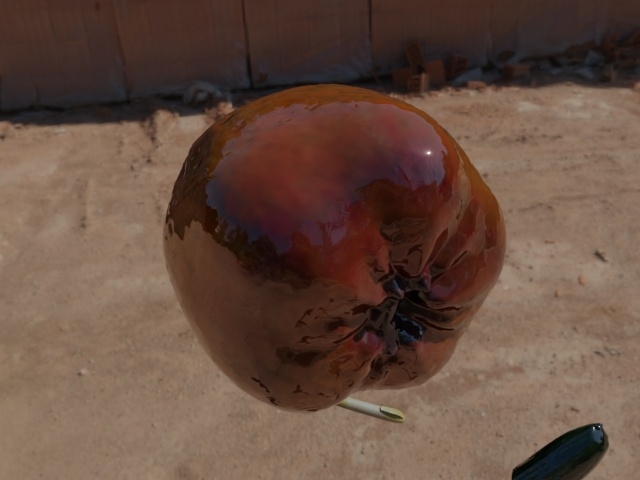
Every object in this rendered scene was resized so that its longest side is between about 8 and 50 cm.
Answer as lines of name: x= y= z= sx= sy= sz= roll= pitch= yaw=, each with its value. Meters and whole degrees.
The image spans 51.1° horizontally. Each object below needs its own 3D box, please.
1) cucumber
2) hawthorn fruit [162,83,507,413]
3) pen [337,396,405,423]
cucumber: x=0.240 y=0.218 z=0.657 sx=0.048 sy=0.105 sz=0.048 roll=37 pitch=22 yaw=-18
hawthorn fruit: x=0.000 y=0.000 z=0.943 sx=0.472 sy=0.471 sz=0.471 roll=-1 pitch=29 yaw=1
pen: x=0.116 y=0.413 z=1.650 sx=0.233 sy=0.040 sz=0.032 roll=22 pitch=40 yaw=-26
